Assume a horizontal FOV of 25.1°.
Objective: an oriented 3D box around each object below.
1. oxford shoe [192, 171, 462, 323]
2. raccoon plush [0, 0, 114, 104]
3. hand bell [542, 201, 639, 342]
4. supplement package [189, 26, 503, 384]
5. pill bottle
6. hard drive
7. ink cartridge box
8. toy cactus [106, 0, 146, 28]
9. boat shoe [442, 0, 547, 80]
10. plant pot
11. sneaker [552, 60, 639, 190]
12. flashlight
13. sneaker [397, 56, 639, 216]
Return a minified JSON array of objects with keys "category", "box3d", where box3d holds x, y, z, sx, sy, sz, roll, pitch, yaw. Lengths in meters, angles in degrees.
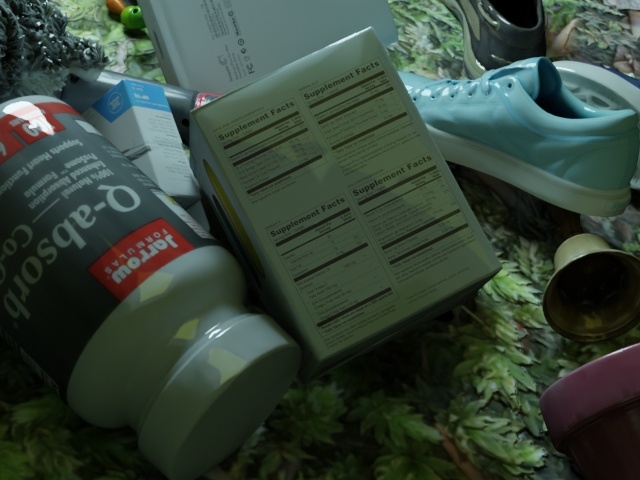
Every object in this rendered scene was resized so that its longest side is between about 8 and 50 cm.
[{"category":"oxford shoe","box3d":[0.000,0.000,1.546,0.348,0.123,0.130,12,50,-5]},{"category":"raccoon plush","box3d":[-0.317,-0.229,1.367,0.299,0.446,0.216,-30,86,-34]},{"category":"hand bell","box3d":[0.295,-0.005,1.675,0.126,0.126,0.242,8,34,-11]},{"category":"supplement package","box3d":[0.015,-0.027,1.410,0.198,0.199,0.263,-26,81,-10]},{"category":"pill bottle","box3d":[-0.202,0.045,1.367,0.363,0.210,0.210,41,49,19]},{"category":"hard drive","box3d":[-0.064,-0.287,1.741,0.307,0.203,0.040,-25,15,-26]},{"category":"ink cartridge box","box3d":[-0.194,-0.066,1.520,0.060,0.104,0.180,7,55,-51]},{"category":"toy cactus","box3d":[-0.166,-0.302,1.809,0.180,0.112,0.219,-14,43,-41]},{"category":"boat shoe","box3d":[0.246,-0.345,1.950,0.132,0.130,0.355,2,47,-16]},{"category":"plant pot","box3d":[0.339,0.209,1.413,0.201,0.201,0.180,-7,66,-24]},{"category":"sneaker","box3d":[0.445,-0.157,1.851,0.322,0.130,0.236,29,36,18]},{"category":"flashlight","box3d":[-0.196,-0.137,1.636,0.304,0.103,0.103,12,86,0]},{"category":"sneaker","box3d":[0.218,-0.161,1.710,0.366,0.150,0.135,24,25,25]}]
